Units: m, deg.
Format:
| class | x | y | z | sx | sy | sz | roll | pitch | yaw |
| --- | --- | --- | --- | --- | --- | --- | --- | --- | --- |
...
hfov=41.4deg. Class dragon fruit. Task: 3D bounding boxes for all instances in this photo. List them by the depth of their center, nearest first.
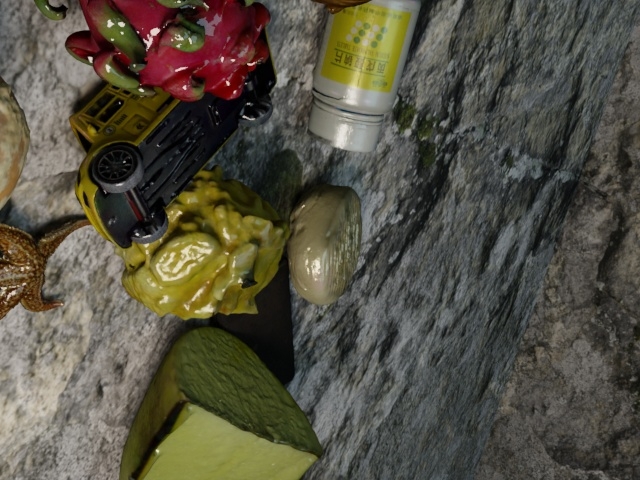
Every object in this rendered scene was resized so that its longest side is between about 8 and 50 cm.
| class | x | y | z | sx | sy | sz | roll | pitch | yaw |
| --- | --- | --- | --- | --- | --- | --- | --- | --- | --- |
| dragon fruit | -0.193 | -0.262 | 0.943 | 0.218 | 0.273 | 0.198 | -58 | 165 | -17 |

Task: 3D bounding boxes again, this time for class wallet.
| class | x | y | z | sx | sy | sz | roll | pitch | yaw |
| --- | --- | --- | --- | --- | --- | --- | --- | --- | --- |
| wallet | -0.120 | 0.184 | 1.565 | 0.170 | 0.044 | 0.321 | -34 | 141 | -34 |

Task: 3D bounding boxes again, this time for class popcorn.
| class | x | y | z | sx | sy | sz | roll | pitch | yaw |
| --- | --- | --- | --- | --- | --- | --- | --- | --- | --- |
| popcorn | -0.159 | 0.016 | 1.206 | 0.249 | 0.225 | 0.249 | -43 | 149 | -35 |

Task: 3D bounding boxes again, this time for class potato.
| class | x | y | z | sx | sy | sz | roll | pitch | yaw |
| --- | --- | --- | --- | --- | --- | --- | --- | --- | --- |
| potato | -0.209 | 0.320 | 1.422 | 0.280 | 0.212 | 0.330 | -44 | 130 | 18 |

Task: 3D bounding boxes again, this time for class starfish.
| class | x | y | z | sx | sy | sz | roll | pitch | yaw |
| --- | --- | --- | --- | --- | --- | --- | --- | --- | --- |
| starfish | -0.373 | 0.032 | 1.063 | 0.238 | 0.057 | 0.213 | -40 | 150 | -31 |

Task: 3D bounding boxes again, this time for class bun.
| class | x | y | z | sx | sy | sz | roll | pitch | yaw |
| --- | --- | --- | --- | --- | --- | --- | --- | --- | --- |
| bun | 0.000 | 0.000 | 1.528 | 0.237 | 0.116 | 0.209 | -58 | 151 | -56 |

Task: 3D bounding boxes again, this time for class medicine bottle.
| class | x | y | z | sx | sy | sz | roll | pitch | yaw |
| --- | --- | --- | --- | --- | --- | --- | --- | --- | --- |
| medicine bottle | 0.064 | -0.284 | 1.380 | 0.143 | 0.143 | 0.258 | -15 | 126 | -51 |

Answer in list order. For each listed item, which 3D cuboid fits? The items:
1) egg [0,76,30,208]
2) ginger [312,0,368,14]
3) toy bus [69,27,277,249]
| class | x | y | z | sx | sy | sz | roll | pitch | yaw |
| --- | --- | --- | --- | --- | --- | --- | --- | --- | --- |
| egg | -0.395 | -0.082 | 0.802 | 0.245 | 0.203 | 0.203 | -37 | 147 | 0 |
| ginger | 0.065 | -0.431 | 1.080 | 0.254 | 0.176 | 0.418 | -48 | -176 | -10 |
| toy bus | -0.199 | -0.153 | 1.082 | 0.331 | 0.151 | 0.145 | -51 | 158 | -21 |
